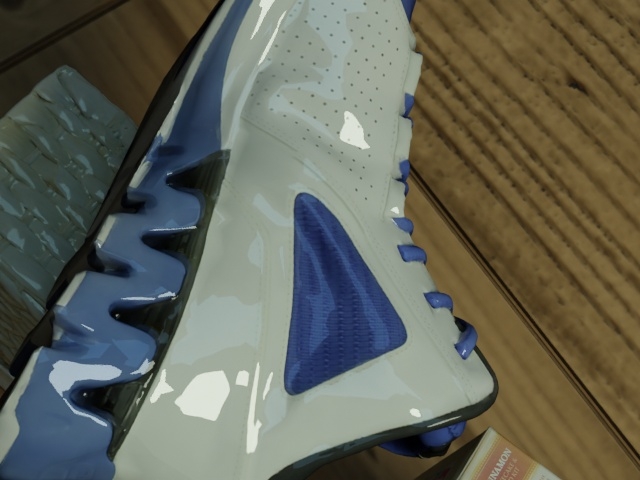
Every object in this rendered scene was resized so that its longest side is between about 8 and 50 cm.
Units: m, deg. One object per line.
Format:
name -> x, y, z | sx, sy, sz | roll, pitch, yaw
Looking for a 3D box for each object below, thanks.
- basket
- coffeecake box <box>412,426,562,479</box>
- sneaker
basket -> -0.108, 0.015, 0.856 | 0.167, 0.103, 0.113 | 42, 62, 0
coffeecake box -> 0.110, 0.183, 0.843 | 0.185, 0.142, 0.068 | 37, 62, -2
sneaker -> 0.000, 0.001, 0.783 | 0.182, 0.127, 0.315 | 31, 69, -11
